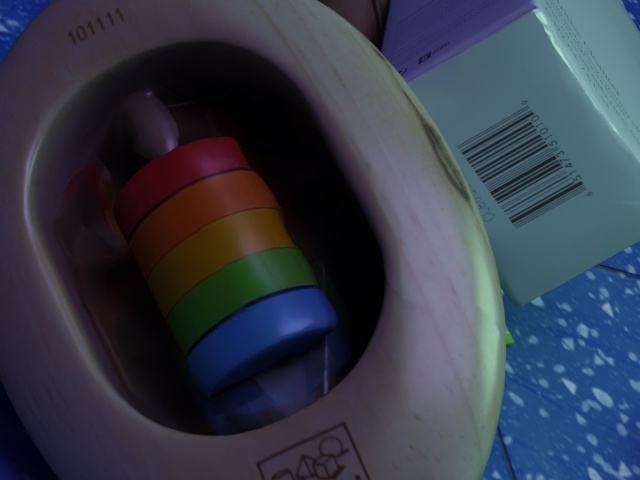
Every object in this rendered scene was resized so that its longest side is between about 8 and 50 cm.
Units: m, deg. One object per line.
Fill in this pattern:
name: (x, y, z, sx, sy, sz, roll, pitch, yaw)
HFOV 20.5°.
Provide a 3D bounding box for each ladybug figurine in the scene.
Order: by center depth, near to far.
ladybug figurine: (-0.048, 0.032, 1.103, 0.162, 0.305, 0.449, 61, 4, -66)

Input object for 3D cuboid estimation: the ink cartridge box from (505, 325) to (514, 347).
ink cartridge box: (0.000, 0.000, 1.318, 0.189, 0.097, 0.255, 4, 49, -40)

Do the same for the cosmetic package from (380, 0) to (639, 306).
cosmetic package: (0.170, -0.141, 1.478, 0.217, 0.156, 0.385, 52, 22, -20)

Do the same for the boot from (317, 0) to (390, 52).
boot: (-0.061, -0.179, 1.471, 0.269, 0.089, 0.236, 10, 44, -34)
